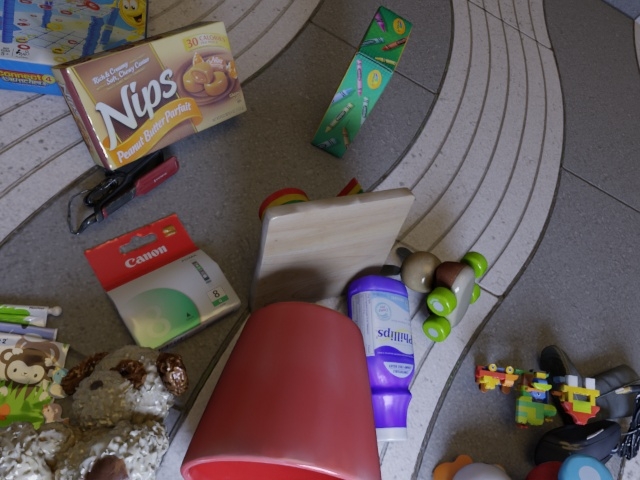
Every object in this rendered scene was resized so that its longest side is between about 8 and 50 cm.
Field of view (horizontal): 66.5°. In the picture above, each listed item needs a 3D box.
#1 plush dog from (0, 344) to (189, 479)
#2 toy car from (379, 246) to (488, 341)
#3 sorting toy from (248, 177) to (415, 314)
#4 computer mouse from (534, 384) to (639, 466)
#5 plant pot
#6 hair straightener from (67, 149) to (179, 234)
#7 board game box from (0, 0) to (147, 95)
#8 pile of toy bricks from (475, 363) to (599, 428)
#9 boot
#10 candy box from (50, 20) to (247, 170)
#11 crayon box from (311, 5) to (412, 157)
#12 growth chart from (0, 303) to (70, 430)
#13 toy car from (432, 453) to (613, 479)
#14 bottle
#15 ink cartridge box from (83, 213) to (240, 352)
[{"bbox_3d":[-0.274,0.252,0.668,0.262,0.210,0.225,-6,52,23],"label":"plush dog"},{"bbox_3d":[0.211,0.081,0.989,0.188,0.149,0.155,28,48,30],"label":"toy car"},{"bbox_3d":[0.000,0.000,0.864,0.257,0.255,0.089,-10,52,-24],"label":"sorting toy"},{"bbox_3d":[0.532,0.358,0.910,0.262,0.184,0.060,2,20,-19],"label":"computer mouse"},{"bbox_3d":[-0.039,0.244,0.725,0.275,0.275,0.243,17,49,-11],"label":"plant pot"},{"bbox_3d":[-0.373,-0.096,0.902,0.089,0.047,0.230,30,61,20],"label":"hair straightener"},{"bbox_3d":[-0.515,-0.436,0.995,0.308,0.086,0.302,1,64,-19],"label":"board game box"},{"bbox_3d":[0.391,0.299,0.914,0.212,0.118,0.105,8,73,4],"label":"pile of toy bricks"},{"bbox_3d":[0.576,0.290,1.019,0.208,0.076,0.189,-12,81,-18],"label":"boot"},{"bbox_3d":[-0.306,-0.284,0.929,0.316,0.183,0.087,-34,37,-31],"label":"candy box"},{"bbox_3d":[0.081,-0.325,1.041,0.081,0.278,0.165,27,57,-7],"label":"crayon box"},{"bbox_3d":[-0.458,0.200,0.719,0.172,0.021,0.237,1,64,-21],"label":"growth chart"},{"bbox_3d":[0.308,0.426,0.807,0.238,0.219,0.210,25,52,28],"label":"toy car"},{"bbox_3d":[0.110,0.208,0.875,0.118,0.092,0.283,15,61,-31],"label":"bottle"},{"bbox_3d":[-0.272,0.064,0.841,0.181,0.056,0.224,-28,77,-30],"label":"ink cartridge box"}]
